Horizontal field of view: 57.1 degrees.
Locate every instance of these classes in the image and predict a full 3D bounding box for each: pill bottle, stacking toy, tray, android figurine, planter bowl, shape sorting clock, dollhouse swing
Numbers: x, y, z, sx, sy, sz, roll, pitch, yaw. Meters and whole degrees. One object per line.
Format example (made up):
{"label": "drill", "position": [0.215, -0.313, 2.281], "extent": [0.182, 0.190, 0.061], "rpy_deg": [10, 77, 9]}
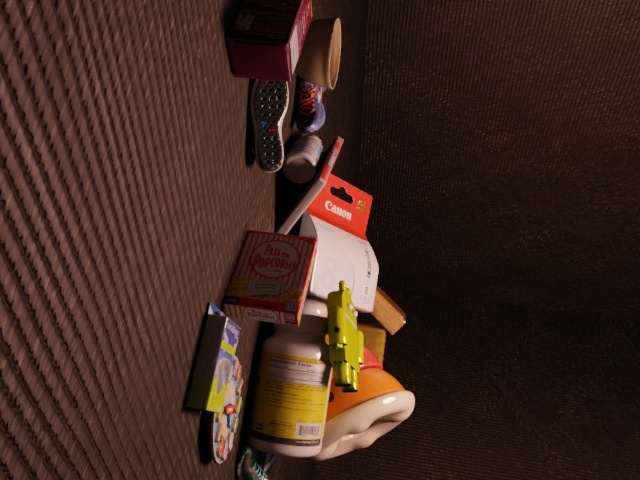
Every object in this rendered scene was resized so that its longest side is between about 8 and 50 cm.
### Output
{"label": "pill bottle", "position": [-0.067, 0.348, 1.465], "extent": [0.188, 0.188, 0.333], "rpy_deg": [56, 42, -78]}
{"label": "stacking toy", "position": [0.023, 0.361, 1.727], "extent": [0.350, 0.351, 0.479], "rpy_deg": [84, -19, -59]}
{"label": "tray", "position": [0.150, 0.164, 2.198], "extent": [0.076, 0.411, 0.203], "rpy_deg": [-45, 175, 7]}
{"label": "android figurine", "position": [0.063, 0.239, 1.492], "extent": [0.248, 0.056, 0.272], "rpy_deg": [58, 28, -60]}
{"label": "planter bowl", "position": [-0.017, -0.447, 1.397], "extent": [0.162, 0.109, 0.162], "rpy_deg": [8, 90, -82]}
{"label": "pill bottle", "position": [-0.040, -0.216, 1.518], "extent": [0.160, 0.087, 0.087], "rpy_deg": [-70, 165, -59]}
{"label": "shape sorting clock", "position": [-0.182, 0.331, 1.159], "extent": [0.206, 0.040, 0.206], "rpy_deg": [7, 90, -82]}
{"label": "dollhouse swing", "position": [0.064, 0.477, 2.110], "extent": [0.347, 0.305, 0.315], "rpy_deg": [-68, 163, -64]}

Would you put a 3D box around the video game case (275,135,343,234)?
{"label": "video game case", "position": [-0.025, -0.144, 1.546], "extent": [0.204, 0.025, 0.285], "rpy_deg": [-50, -169, 31]}

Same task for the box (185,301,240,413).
{"label": "box", "position": [-0.184, 0.208, 1.035], "extent": [0.109, 0.043, 0.178], "rpy_deg": [76, 24, -70]}

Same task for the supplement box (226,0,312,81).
{"label": "supplement box", "position": [-0.083, -0.367, 1.011], "extent": [0.080, 0.104, 0.188], "rpy_deg": [86, 14, -56]}

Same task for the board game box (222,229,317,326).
{"label": "board game box", "position": [-0.095, 0.070, 1.167], "extent": [0.045, 0.147, 0.193], "rpy_deg": [89, 11, -48]}

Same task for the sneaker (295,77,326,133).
{"label": "sneaker", "position": [-0.032, -0.378, 1.526], "extent": [0.087, 0.083, 0.221], "rpy_deg": [48, 43, -62]}

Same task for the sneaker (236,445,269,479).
{"label": "sneaker", "position": [-0.158, 0.560, 1.407], "extent": [0.065, 0.076, 0.166], "rpy_deg": [-69, 164, -63]}

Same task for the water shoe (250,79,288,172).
{"label": "water shoe", "position": [-0.109, -0.237, 1.154], "extent": [0.080, 0.073, 0.203], "rpy_deg": [-141, -126, -68]}

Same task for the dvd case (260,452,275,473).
{"label": "dvd case", "position": [-0.141, 0.560, 1.744], "extent": [0.164, 0.018, 0.221], "rpy_deg": [47, 50, -80]}

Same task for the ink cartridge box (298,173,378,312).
{"label": "ink cartridge box", "position": [0.069, 0.001, 1.771], "extent": [0.308, 0.091, 0.384], "rpy_deg": [23, 74, -46]}
